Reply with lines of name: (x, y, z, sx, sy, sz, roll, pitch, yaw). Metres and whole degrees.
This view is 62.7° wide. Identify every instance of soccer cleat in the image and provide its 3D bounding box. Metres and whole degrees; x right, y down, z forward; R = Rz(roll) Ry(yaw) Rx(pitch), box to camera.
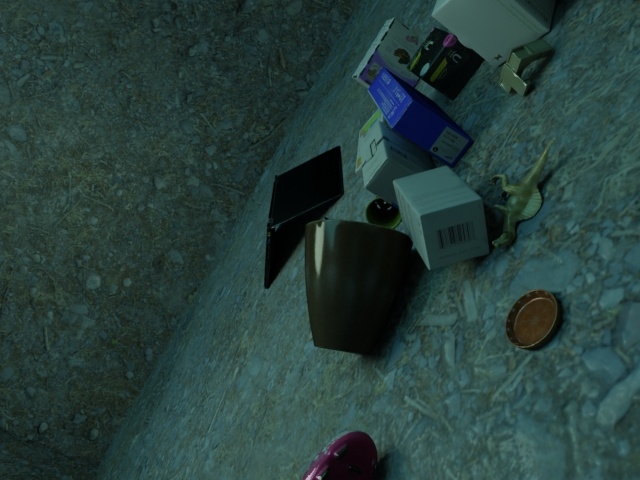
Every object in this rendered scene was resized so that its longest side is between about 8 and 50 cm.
soccer cleat: (-0.023, 0.441, 0.812, 0.331, 0.116, 0.143, -65, 19, -13)

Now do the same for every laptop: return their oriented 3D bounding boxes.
laptop: (-0.065, -0.091, 1.886, 0.382, 0.237, 0.407, -89, 5, -57)

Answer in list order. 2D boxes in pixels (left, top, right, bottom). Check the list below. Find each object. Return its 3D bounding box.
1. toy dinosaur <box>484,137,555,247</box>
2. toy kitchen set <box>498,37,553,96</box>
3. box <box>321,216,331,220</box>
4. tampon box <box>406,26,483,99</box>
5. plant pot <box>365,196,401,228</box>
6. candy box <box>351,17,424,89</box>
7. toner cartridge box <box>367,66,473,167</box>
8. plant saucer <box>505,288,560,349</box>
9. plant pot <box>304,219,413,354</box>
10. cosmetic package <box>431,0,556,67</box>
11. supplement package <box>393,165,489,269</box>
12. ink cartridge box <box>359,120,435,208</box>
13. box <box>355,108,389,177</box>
toy dinosaur: (0.313, -0.073, 0.829, 0.093, 0.053, 0.183, 32, 100, 56)
toy kitchen set: (0.396, -0.319, 0.995, 0.068, 0.075, 0.083, 60, 166, 28)
box: (0.000, 0.000, 1.558, 0.094, 0.027, 0.137, -53, 20, 24)
tampon box: (0.302, -0.437, 1.294, 0.120, 0.101, 0.161, -55, 19, 20)
plant pot: (0.147, -0.075, 1.217, 0.083, 0.083, 0.079, -52, 8, 24)
candy box: (0.217, -0.518, 1.542, 0.196, 0.165, 0.070, -58, 20, 6)
toner cartridge box: (0.216, -0.294, 1.210, 0.075, 0.165, 0.347, -53, 19, 21)
plant saucer: (0.278, 0.103, 0.687, 0.083, 0.013, 0.083, -51, 21, 28)
plant pot: (0.059, 0.099, 1.020, 0.215, 0.215, 0.230, -18, 61, 64)
cosmetic package: (0.395, -0.586, 1.126, 0.155, 0.197, 0.365, -26, 40, 58)
supplement package: (0.203, -0.045, 0.904, 0.105, 0.105, 0.179, -16, 26, 2)
ink cartridge box: (0.171, -0.157, 1.148, 0.086, 0.148, 0.203, -53, 19, 28)
box: (0.167, -0.242, 1.357, 0.114, 0.103, 0.203, -46, 23, 38)
